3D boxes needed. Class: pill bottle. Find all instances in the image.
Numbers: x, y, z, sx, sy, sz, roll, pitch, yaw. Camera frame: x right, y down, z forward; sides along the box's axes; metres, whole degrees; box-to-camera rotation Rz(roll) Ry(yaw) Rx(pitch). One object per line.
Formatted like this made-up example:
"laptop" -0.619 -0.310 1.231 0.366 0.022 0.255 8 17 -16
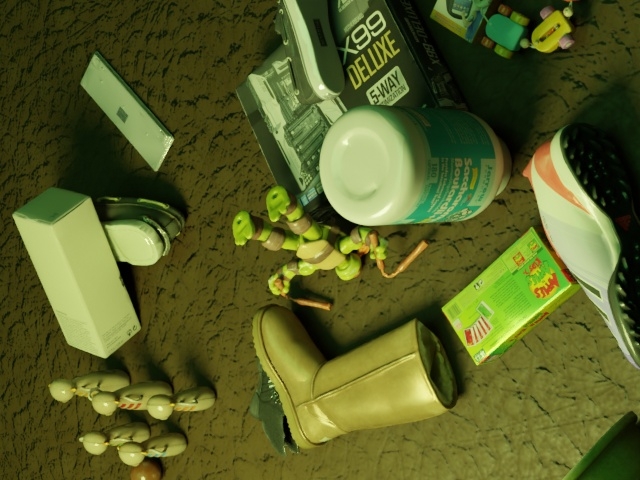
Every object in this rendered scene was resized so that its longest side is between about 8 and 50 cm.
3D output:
"pill bottle" 0.133 -0.095 1.563 0.146 0.264 0.146 3 95 41

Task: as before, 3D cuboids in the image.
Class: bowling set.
"bowling set" -0.311 0.324 2.042 0.287 0.154 0.200 0 92 41

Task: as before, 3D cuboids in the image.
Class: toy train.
"toy train" 0.278 -0.296 1.575 0.166 0.046 0.125 -9 85 38

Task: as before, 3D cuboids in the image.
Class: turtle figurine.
"turtle figurine" 0.000 0.000 1.748 0.269 0.217 0.087 -21 50 39

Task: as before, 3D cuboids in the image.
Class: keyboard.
"keyboard" -0.335 -0.224 2.133 0.256 0.014 0.072 48 126 29

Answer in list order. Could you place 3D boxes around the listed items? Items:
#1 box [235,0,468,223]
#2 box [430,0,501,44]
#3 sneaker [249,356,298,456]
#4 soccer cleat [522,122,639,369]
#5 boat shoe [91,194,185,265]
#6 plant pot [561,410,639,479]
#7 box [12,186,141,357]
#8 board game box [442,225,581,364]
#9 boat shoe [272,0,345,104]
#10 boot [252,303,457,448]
"box" 0.036 -0.202 1.765 0.307 0.076 0.243 -37 67 36
"box" 0.207 -0.338 1.644 0.081 0.028 0.136 39 118 33
"sneaker" -0.059 0.236 1.889 0.089 0.051 0.170 27 114 37
"soccer cleat" 0.343 0.018 1.507 0.116 0.108 0.318 -41 67 57
"boat shoe" -0.352 -0.024 2.104 0.305 0.091 0.109 7 130 42
"plant pot" 0.365 0.381 1.410 0.254 0.276 0.276 41 118 19
"box" -0.403 0.054 2.067 0.113 0.094 0.275 15 132 38
"board game box" 0.250 0.073 1.615 0.181 0.043 0.092 -46 64 33
"boat shoe" -0.029 -0.297 1.724 0.076 0.080 0.229 -19 86 39
"boot" 0.047 0.164 1.774 0.269 0.089 0.236 -27 85 39
